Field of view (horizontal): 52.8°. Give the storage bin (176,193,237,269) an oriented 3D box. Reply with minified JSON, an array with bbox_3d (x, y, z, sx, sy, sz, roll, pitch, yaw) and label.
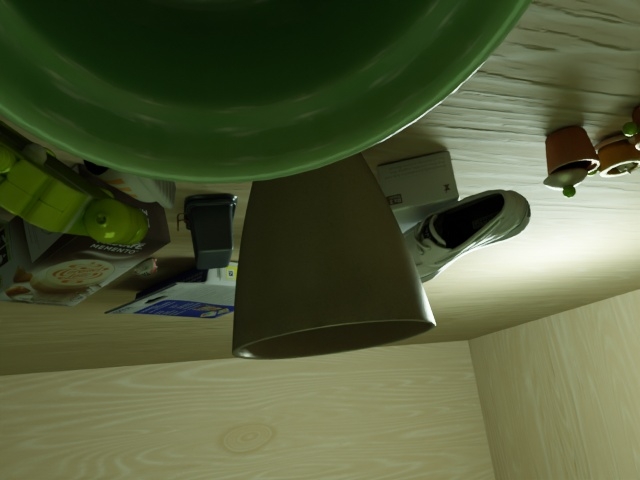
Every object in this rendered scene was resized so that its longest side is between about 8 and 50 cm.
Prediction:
[{"bbox_3d":[-0.184,-0.009,1.057,0.098,0.091,0.135,-4,162,-14],"label":"storage bin"}]

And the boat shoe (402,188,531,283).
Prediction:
[{"bbox_3d":[0.180,-0.011,0.964,0.258,0.095,0.084,-33,148,30],"label":"boat shoe"}]

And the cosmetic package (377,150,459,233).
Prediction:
[{"bbox_3d":[0.171,-0.060,1.069,0.117,0.085,0.231,-11,161,10],"label":"cosmetic package"}]

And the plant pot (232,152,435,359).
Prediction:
[{"bbox_3d":[0.000,0.000,0.852,0.257,0.274,0.256,-7,163,-2],"label":"plant pot"}]

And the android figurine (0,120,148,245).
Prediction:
[{"bbox_3d":[-0.281,-0.072,0.606,0.248,0.056,0.273,35,176,1],"label":"android figurine"}]

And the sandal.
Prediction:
[{"bbox_3d":[-0.224,-0.117,0.686,0.076,0.102,0.265,-6,159,7],"label":"sandal"}]

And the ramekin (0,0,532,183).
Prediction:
[{"bbox_3d":[-0.043,-0.183,0.319,0.303,0.148,0.303,-12,146,-9],"label":"ramekin"}]

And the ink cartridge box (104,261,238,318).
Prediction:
[{"bbox_3d":[-0.281,0.115,1.473,0.307,0.072,0.304,12,155,-44],"label":"ink cartridge box"}]

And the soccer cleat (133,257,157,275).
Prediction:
[{"bbox_3d":[-0.354,0.055,1.302,0.036,0.029,0.083,-3,168,-30],"label":"soccer cleat"}]

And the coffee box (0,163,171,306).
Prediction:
[{"bbox_3d":[-0.358,0.003,0.938,0.246,0.098,0.141,-30,156,29],"label":"coffee box"}]

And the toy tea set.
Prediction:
[{"bbox_3d":[0.502,-0.121,0.940,0.336,0.124,0.200,-16,162,24],"label":"toy tea set"}]

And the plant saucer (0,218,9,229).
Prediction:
[{"bbox_3d":[-0.570,0.006,1.023,0.241,0.037,0.241,-8,163,-3],"label":"plant saucer"}]
